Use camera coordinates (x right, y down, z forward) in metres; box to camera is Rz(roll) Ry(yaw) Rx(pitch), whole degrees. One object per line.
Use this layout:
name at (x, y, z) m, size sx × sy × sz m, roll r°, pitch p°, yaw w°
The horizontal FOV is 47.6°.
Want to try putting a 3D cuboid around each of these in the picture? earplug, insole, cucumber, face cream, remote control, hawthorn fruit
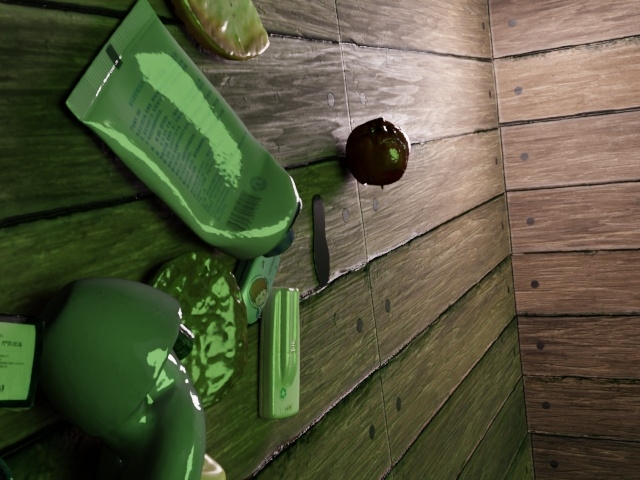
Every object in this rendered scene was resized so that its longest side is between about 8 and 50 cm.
earplug at (-0.231, 0.200, 0.843) m, size 0.175 × 0.214 × 0.325 m, roll -13°, pitch 97°, yaw -34°
insole at (0.000, 0.000, 1.471) m, size 0.064 × 0.004 × 0.188 m, roll -5°, pitch 91°, yaw -62°
cucumber at (-0.211, 0.115, 0.961) m, size 0.105 × 0.048 × 0.048 m, roll 53°, pitch 43°, yaw -39°
face cream at (-0.171, -0.125, 1.073) m, size 0.420 × 0.137 × 0.235 m, roll 51°, pitch 45°, yaw -36°
remote control at (-0.067, 0.197, 1.281) m, size 0.090 × 0.049 × 0.230 m, roll 8°, pitch 81°, yaw -59°
hawthorn fruit at (0.126, -0.179, 1.594) m, size 0.148 × 0.148 × 0.172 m, roll -62°, pitch 158°, yaw -44°

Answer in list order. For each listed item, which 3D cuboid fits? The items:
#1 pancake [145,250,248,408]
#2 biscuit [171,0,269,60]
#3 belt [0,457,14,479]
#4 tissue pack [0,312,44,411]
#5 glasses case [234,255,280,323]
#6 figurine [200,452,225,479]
pancake at (-0.188, 0.135, 1.064) m, size 0.222 × 0.042 × 0.236 m, roll -55°, pitch 130°, yaw -38°
biscuit at (-0.182, -0.418, 1.140) m, size 0.204 × 0.040 × 0.309 m, roll -56°, pitch 134°, yaw -49°
belt at (-0.369, 0.298, 0.647) m, size 0.122 × 0.128 × 0.218 m, roll 34°, pitch 46°, yaw -10°
tissue pack at (-0.363, 0.115, 0.699) m, size 0.170 × 0.090 × 0.103 m, roll 24°, pitch 66°, yaw -61°
glasses case at (-0.109, 0.057, 1.221) m, size 0.067 × 0.045 × 0.178 m, roll 55°, pitch 42°, yaw -43°
figurine at (-0.180, 0.376, 0.999) m, size 0.108 × 0.114 × 0.196 m, roll -65°, pitch 151°, yaw -57°
